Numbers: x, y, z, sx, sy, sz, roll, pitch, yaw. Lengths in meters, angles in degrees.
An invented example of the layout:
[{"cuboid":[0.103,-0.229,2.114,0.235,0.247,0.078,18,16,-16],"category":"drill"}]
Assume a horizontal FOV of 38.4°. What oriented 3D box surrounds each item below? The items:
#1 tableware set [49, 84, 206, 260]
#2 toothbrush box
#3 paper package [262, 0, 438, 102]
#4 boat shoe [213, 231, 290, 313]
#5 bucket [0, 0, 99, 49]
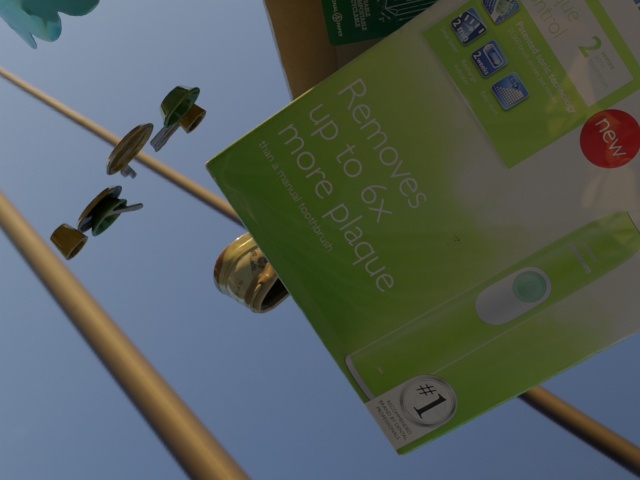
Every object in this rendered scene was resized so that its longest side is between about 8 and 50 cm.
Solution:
[{"cuboid":[-0.138,-0.048,0.675,0.024,0.104,0.154,41,-96,2],"category":"tableware set"},{"cuboid":[0.113,-0.042,0.531,0.283,0.122,0.206,-32,-85,16],"category":"toothbrush box"},{"cuboid":[0.029,-0.237,0.716,0.168,0.325,0.309,-14,-142,1],"category":"paper package"},{"cuboid":[0.000,0.000,1.167,0.285,0.104,0.089,-36,-131,-24],"category":"boat shoe"},{"cuboid":[-0.252,-0.334,0.846,0.281,0.183,0.281,-34,-149,24],"category":"bucket"}]
